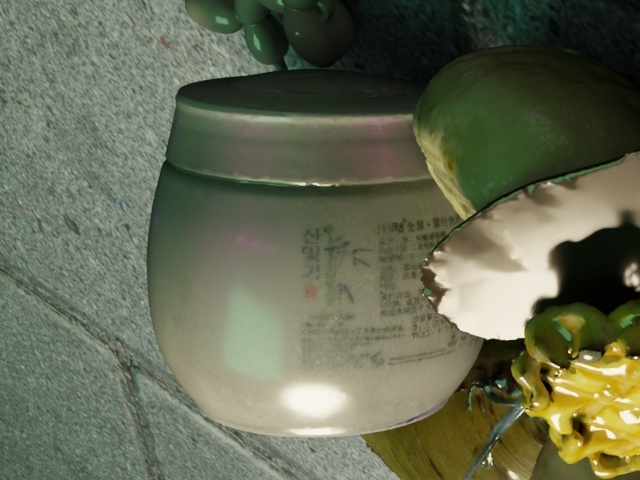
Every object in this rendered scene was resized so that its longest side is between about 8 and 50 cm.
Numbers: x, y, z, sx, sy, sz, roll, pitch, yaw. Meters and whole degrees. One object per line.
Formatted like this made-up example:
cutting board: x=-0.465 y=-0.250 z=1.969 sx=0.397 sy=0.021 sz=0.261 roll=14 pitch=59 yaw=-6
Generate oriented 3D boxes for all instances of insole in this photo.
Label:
insole: x=0.189 y=-0.015 z=0.990 sx=0.327 sy=0.007 sz=0.111 roll=-30 pitch=113 yaw=38

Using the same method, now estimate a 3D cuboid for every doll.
doll: x=-0.041 y=-0.200 z=1.419 sx=0.160 sy=0.059 sz=0.161 roll=41 pitch=152 yaw=13

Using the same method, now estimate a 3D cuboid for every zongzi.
zongzi: x=0.218 y=0.218 z=1.471 sx=0.360 sy=0.160 sz=0.323 roll=55 pitch=152 yaw=-5

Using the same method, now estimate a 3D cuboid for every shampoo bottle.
shampoo bottle: x=0.000 y=0.000 z=1.345 sx=0.273 sy=0.273 sz=0.266 roll=12 pitch=106 yaw=49

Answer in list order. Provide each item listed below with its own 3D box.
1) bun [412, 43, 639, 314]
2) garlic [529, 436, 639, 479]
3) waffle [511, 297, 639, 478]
bun: x=0.179 y=-0.035 z=1.159 sx=0.273 sy=0.168 sz=0.273 roll=47 pitch=-173 yaw=-7
garlic: x=0.237 y=0.256 z=1.291 sx=0.203 sy=0.184 sz=0.281 roll=24 pitch=141 yaw=64
waffle: x=0.249 y=0.108 z=1.051 sx=0.262 sy=0.060 sz=0.280 roll=-2 pitch=146 yaw=35
